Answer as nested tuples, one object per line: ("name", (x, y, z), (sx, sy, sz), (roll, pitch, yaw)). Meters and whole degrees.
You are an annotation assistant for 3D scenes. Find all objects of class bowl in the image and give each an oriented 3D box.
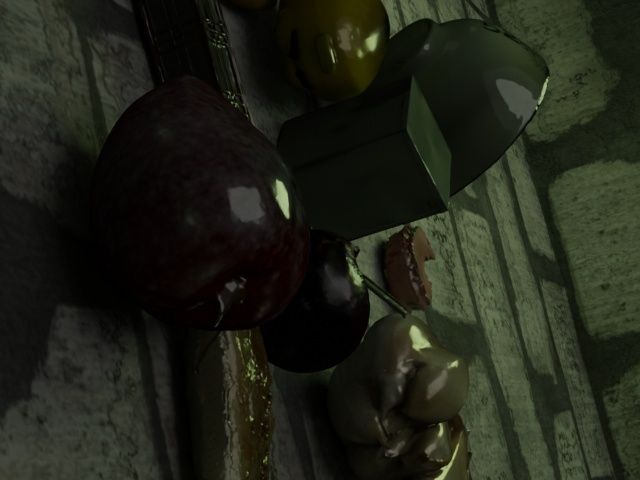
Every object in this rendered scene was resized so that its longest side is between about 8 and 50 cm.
("bowl", (0.176, -0.235, 2.035), (0.185, 0.354, 0.354), (44, 30, -20))

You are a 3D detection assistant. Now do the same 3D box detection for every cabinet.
("cabinet", (0.060, -0.104, 1.756), (0.150, 0.206, 0.145), (60, 24, -31))

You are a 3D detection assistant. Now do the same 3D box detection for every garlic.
("garlic", (0.097, 0.236, 1.634), (0.203, 0.185, 0.281), (-47, 139, -65))

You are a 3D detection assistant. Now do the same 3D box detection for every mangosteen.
("mangosteen", (-0.015, 0.074, 1.483), (0.184, 0.172, 0.172), (24, 51, -77))

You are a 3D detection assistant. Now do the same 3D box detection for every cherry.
("cherry", (-0.120, -0.034, 1.239), (0.230, 0.203, 0.300), (29, 38, -52))

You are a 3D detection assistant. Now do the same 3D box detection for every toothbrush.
("toothbrush", (-0.003, 0.004, 1.585), (0.294, 0.028, 0.026), (42, 22, -7))

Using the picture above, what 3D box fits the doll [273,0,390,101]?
("doll", (0.023, -0.355, 1.893), (0.423, 0.161, 0.348), (35, 46, -74))

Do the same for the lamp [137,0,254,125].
("lamp", (-0.141, -0.188, 1.478), (0.090, 0.089, 0.325), (0, 74, -70))

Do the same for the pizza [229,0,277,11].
("pizza", (-0.127, -0.443, 1.733), (0.289, 0.081, 0.228), (41, 37, -54))

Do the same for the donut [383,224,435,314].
("donut", (0.142, 0.036, 2.062), (0.166, 0.065, 0.117), (-79, 147, -55))

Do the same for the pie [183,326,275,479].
("pie", (-0.094, 0.183, 1.318), (0.128, 0.068, 0.282), (35, 43, -57))
